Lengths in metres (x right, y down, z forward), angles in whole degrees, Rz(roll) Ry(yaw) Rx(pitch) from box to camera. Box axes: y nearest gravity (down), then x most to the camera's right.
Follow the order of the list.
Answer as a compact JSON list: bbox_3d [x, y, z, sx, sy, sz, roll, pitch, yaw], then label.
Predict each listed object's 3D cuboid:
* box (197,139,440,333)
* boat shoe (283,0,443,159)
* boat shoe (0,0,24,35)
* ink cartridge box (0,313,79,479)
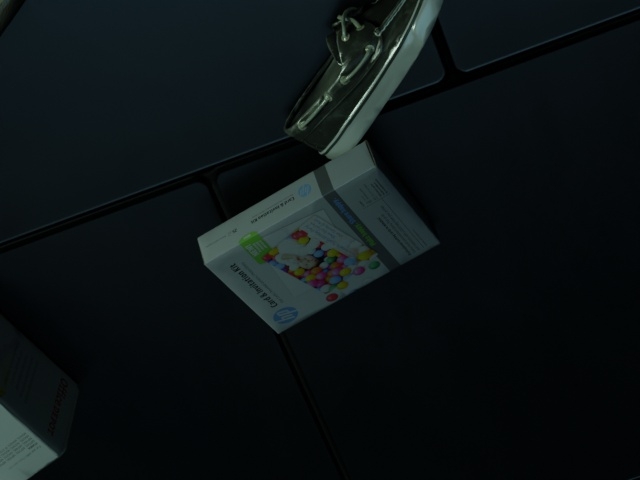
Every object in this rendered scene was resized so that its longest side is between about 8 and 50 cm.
[{"bbox_3d":[0.000,0.000,1.447,0.186,0.038,0.145,-28,139,12],"label":"box"},{"bbox_3d":[0.041,-0.169,1.373,0.070,0.078,0.219,25,114,-15],"label":"boat shoe"},{"bbox_3d":[-0.342,-0.193,1.326,0.120,0.122,0.324,38,109,-15],"label":"boat shoe"},{"bbox_3d":[-0.325,0.137,1.483,0.072,0.127,0.175,-37,112,16],"label":"ink cartridge box"}]
